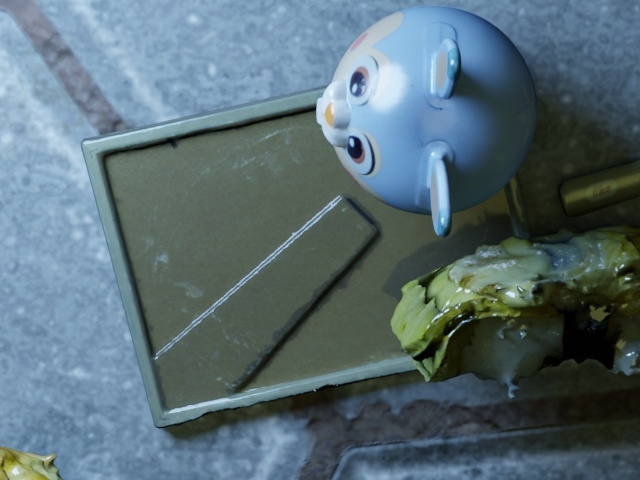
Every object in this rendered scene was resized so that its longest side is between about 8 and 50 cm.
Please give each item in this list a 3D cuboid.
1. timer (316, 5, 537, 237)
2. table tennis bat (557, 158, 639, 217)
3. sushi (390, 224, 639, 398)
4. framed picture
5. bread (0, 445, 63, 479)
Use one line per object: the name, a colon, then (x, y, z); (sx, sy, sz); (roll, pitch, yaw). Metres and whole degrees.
timer: (0.066, -0.089, 1.463); (0.175, 0.255, 0.175); (5, 102, 22)
table tennis bat: (0.311, -0.067, 1.599); (0.247, 0.022, 0.138); (-16, 99, 1)
sushi: (0.203, 0.058, 1.547); (0.291, 0.139, 0.131); (-3, 107, -9)
framed picture: (0.000, 0.000, 1.606); (0.335, 0.022, 0.247); (-13, 101, 2)
bread: (-0.236, 0.237, 1.594); (0.174, 0.133, 0.251); (34, 142, -3)
